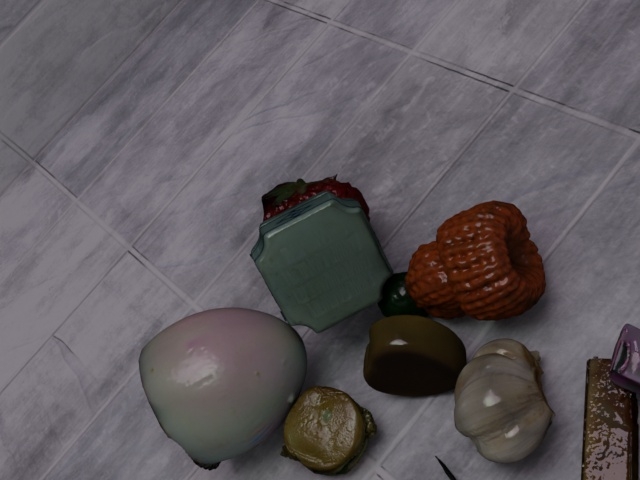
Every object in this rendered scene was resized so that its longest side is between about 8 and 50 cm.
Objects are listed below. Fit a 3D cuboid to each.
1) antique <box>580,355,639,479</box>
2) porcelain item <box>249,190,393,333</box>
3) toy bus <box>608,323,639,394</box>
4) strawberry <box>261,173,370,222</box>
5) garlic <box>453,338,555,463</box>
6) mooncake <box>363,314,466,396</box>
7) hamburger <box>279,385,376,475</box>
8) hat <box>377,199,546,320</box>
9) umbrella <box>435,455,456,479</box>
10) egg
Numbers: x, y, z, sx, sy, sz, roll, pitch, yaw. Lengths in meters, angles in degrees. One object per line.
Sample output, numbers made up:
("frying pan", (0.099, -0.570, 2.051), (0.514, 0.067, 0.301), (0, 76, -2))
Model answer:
("antique", (0.565, 0.382, 1.666), (0.093, 0.087, 0.309), (-5, 56, 28))
("porcelain item", (0.000, 0.047, 1.996), (0.286, 0.281, 0.157), (-29, 17, 0))
("toy bus", (0.684, 0.263, 1.616), (0.274, 0.090, 0.112), (26, 72, 22))
("strawberry", (0.003, -0.012, 2.213), (0.292, 0.310, 0.291), (-25, 17, 8))
("garlic", (0.357, 0.330, 1.773), (0.203, 0.185, 0.281), (-36, 45, 28))
("mooncake", (0.211, 0.255, 1.897), (0.235, 0.235, 0.117), (-15, 47, 23))
("hamburger", (0.025, 0.438, 1.949), (0.215, 0.122, 0.189), (3, 67, 30))
("hat", (0.288, 0.061, 1.943), (0.400, 0.285, 0.285), (-11, 53, 32))
("umbrella", (0.281, 0.504, 1.806), (0.022, 0.022, 0.149), (-21, 44, -17))
("egg", (-0.197, 0.309, 2.020), (0.340, 0.354, 0.354), (-32, 47, 8))
